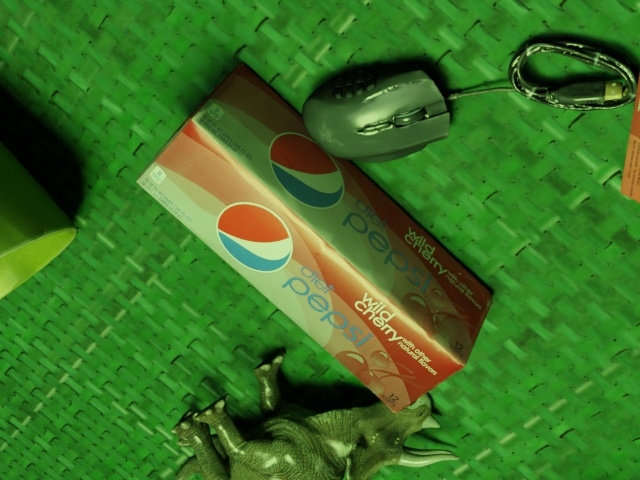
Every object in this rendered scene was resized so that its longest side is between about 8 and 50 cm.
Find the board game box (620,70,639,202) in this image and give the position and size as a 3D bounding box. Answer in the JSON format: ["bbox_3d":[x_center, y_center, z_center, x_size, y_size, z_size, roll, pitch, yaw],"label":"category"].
[{"bbox_3d":[0.254,-0.116,0.732,0.145,0.027,0.281,33,138,36],"label":"board game box"}]

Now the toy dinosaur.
[{"bbox_3d":[-0.049,0.201,1.102,0.313,0.121,0.160,-37,90,36],"label":"toy dinosaur"}]

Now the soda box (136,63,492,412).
[{"bbox_3d":[0.000,0.000,0.941,0.263,0.092,0.083,42,131,-7],"label":"soda box"}]

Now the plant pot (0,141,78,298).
[{"bbox_3d":[-0.387,-0.055,1.002,0.274,0.275,0.294,-34,90,40],"label":"plant pot"}]

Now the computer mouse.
[{"bbox_3d":[0.093,-0.090,0.862,0.242,0.041,0.071,-7,120,29],"label":"computer mouse"}]
